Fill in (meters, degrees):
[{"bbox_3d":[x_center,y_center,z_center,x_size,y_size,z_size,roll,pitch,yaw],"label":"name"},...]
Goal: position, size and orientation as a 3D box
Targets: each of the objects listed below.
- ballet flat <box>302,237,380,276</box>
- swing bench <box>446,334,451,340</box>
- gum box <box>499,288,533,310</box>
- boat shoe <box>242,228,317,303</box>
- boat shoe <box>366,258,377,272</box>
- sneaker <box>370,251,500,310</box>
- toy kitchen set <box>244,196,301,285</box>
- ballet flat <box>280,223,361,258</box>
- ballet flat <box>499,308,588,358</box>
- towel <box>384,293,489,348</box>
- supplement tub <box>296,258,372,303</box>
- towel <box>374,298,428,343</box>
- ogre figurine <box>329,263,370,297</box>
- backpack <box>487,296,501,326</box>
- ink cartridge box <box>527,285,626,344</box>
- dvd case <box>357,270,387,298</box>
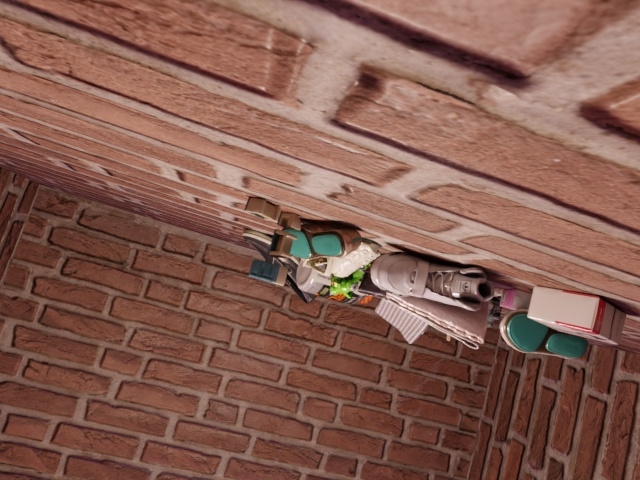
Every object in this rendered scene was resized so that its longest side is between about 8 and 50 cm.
[{"bbox_3d":[0.057,0.061,1.467,0.146,0.147,0.409,20,171,-29],"label":"ballet flat"},{"bbox_3d":[0.490,0.282,1.930,0.253,0.165,0.255,13,131,36],"label":"swing bench"},{"bbox_3d":[0.724,0.220,1.444,0.188,0.062,0.107,16,173,5],"label":"gum box"},{"bbox_3d":[-0.186,0.128,2.060,0.500,0.156,0.186,41,165,-18],"label":"boat shoe"},{"bbox_3d":[0.246,0.143,1.764,0.110,0.105,0.307,18,172,6],"label":"boat shoe"},{"bbox_3d":[0.342,0.116,1.252,0.365,0.138,0.210,14,174,-23],"label":"sneaker"},{"bbox_3d":[-0.171,0.002,1.211,0.122,0.207,0.166,8,169,43],"label":"toy kitchen set"},{"bbox_3d":[0.000,0.000,1.262,0.106,0.108,0.316,-23,-160,-36],"label":"ballet flat"},{"bbox_3d":[0.712,0.303,1.419,0.400,0.139,0.139,19,173,-23],"label":"ballet flat"},{"bbox_3d":[0.396,0.204,1.431,0.331,0.054,0.317,27,-157,15],"label":"towel"},{"bbox_3d":[0.076,0.170,1.951,0.337,0.207,0.207,19,172,-23],"label":"supplement tub"},{"bbox_3d":[0.371,0.289,1.816,0.235,0.121,0.284,35,141,15],"label":"towel"},{"bbox_3d":[0.094,0.134,1.517,0.197,0.118,0.097,-4,143,37],"label":"ogre figurine"},{"bbox_3d":[0.635,0.274,1.764,0.188,0.145,0.165,25,175,-34],"label":"backpack"},{"bbox_3d":[0.741,0.217,1.231,0.237,0.100,0.172,22,171,-38],"label":"ink cartridge box"},{"bbox_3d":[0.229,0.162,1.534,0.164,0.018,0.221,12,-165,11],"label":"dvd case"}]
